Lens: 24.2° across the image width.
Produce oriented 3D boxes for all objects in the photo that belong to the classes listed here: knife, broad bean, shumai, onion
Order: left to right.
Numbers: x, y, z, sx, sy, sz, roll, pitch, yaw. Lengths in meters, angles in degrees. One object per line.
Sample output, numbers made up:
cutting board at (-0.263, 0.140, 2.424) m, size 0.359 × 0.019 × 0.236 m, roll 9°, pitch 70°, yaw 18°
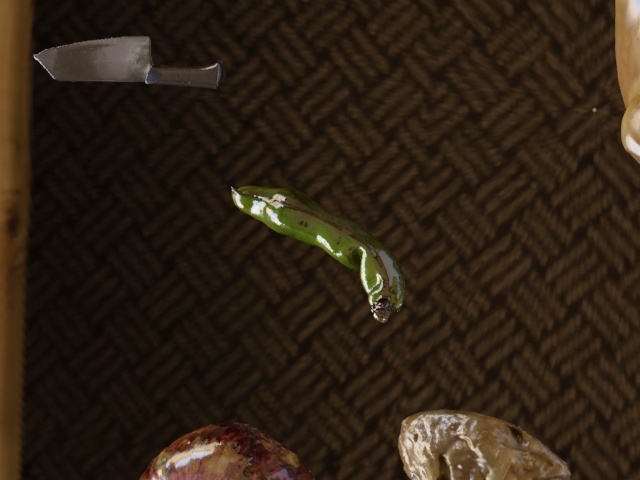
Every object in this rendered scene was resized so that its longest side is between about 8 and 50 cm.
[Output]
knife at (-0.223, -0.208, 1.734) m, size 0.230 × 0.028 × 0.060 m, roll 2°, pitch 108°, yaw 10°
onion at (-0.103, 0.329, 1.686) m, size 0.246 × 0.190 × 0.246 m, roll 3°, pitch 97°, yaw 25°
broad bean at (0.007, -0.001, 1.288) m, size 0.195 × 0.061 × 0.046 m, roll 41°, pitch 136°, yaw 27°
shumai at (0.181, 0.296, 1.770) m, size 0.209 × 0.161 × 0.153 m, roll 15°, pitch 69°, yaw 12°

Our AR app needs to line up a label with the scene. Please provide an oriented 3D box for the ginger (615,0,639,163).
ginger at (0.267, -0.122, 0.853) m, size 0.269 × 0.200 × 0.223 m, roll 60°, pitch 138°, yaw 39°
